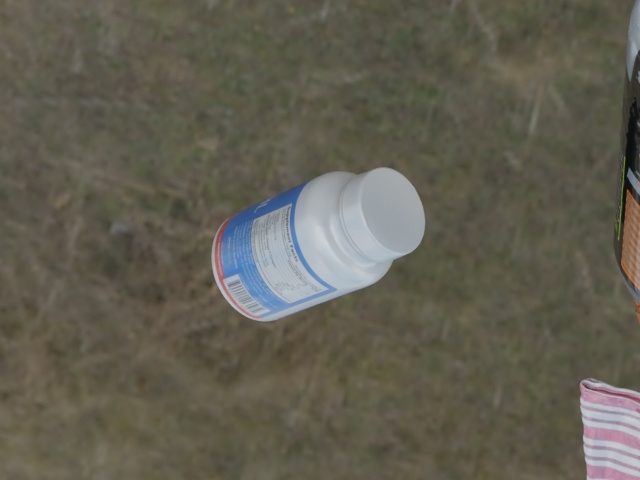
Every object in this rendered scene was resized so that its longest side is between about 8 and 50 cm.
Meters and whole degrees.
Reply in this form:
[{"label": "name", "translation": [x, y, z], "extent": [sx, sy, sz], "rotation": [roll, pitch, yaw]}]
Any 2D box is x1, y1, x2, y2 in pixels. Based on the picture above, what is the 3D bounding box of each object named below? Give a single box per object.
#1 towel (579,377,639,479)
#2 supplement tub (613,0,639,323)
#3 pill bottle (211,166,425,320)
[{"label": "towel", "translation": [0.307, 0.221, 1.659], "extent": [0.144, 0.029, 0.197], "rotation": [18, 136, 31]}, {"label": "supplement tub", "translation": [0.319, -0.053, 1.341], "extent": [0.193, 0.193, 0.316], "rotation": [9, 140, 13]}, {"label": "pill bottle", "translation": [0.000, 0.000, 1.840], "extent": [0.124, 0.124, 0.221], "rotation": [34, 144, -31]}]
